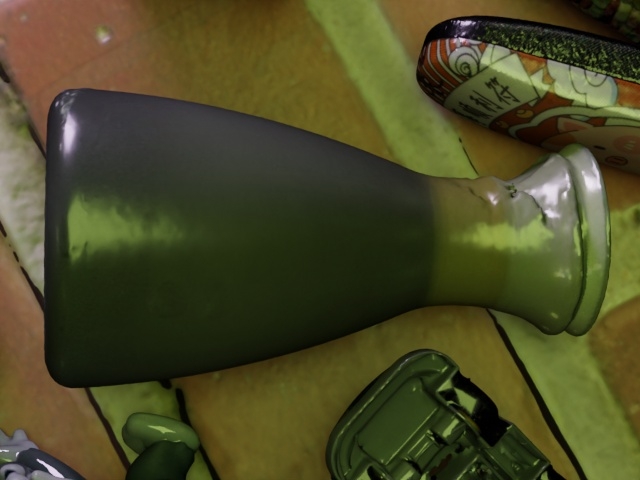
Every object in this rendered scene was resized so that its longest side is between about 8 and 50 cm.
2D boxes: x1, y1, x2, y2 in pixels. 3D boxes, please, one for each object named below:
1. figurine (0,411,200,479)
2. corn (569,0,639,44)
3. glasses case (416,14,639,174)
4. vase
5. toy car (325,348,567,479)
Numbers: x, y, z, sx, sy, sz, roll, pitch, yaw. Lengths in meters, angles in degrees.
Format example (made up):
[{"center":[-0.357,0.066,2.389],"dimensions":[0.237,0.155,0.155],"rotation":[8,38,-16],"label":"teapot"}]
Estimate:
[{"center":[-0.147,0.177,0.923],"dimensions":[0.265,0.193,0.140],"rotation":[5,105,-31],"label":"figurine"},{"center":[0.172,-0.194,1.024],"dimensions":[0.253,0.086,0.086],"rotation":[32,80,4],"label":"corn"},{"center":[0.191,-0.082,0.997],"dimensions":[0.266,0.103,0.067],"rotation":[14,77,0],"label":"glasses case"},{"center":[0.000,0.000,0.944],"dimensions":[0.321,0.173,0.173],"rotation":[1,81,-8],"label":"vase"},{"center":[0.082,0.151,0.960],"dimensions":[0.097,0.100,0.191],"rotation":[-47,106,-10],"label":"toy car"}]
